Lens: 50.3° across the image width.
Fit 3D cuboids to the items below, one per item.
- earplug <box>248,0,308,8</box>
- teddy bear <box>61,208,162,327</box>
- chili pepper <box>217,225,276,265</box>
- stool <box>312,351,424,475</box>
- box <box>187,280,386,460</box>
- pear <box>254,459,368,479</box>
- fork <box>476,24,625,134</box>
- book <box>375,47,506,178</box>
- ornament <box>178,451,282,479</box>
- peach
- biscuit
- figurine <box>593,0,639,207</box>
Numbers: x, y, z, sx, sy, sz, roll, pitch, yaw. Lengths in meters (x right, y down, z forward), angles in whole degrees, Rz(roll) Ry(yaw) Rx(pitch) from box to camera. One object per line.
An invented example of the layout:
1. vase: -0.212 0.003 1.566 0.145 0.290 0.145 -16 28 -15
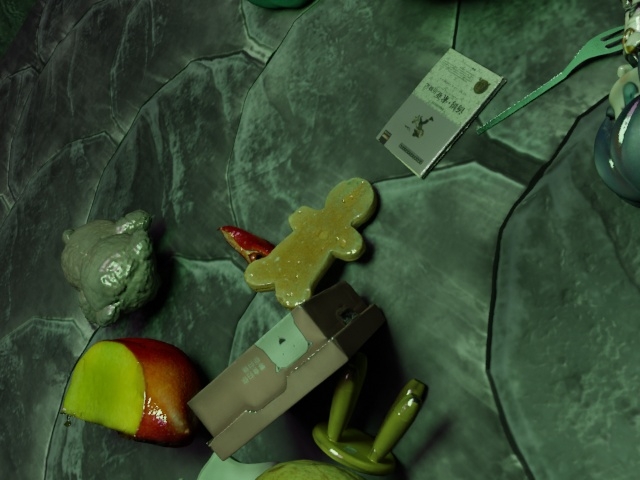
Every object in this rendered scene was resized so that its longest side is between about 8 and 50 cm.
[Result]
1. earplug: -0.056 -0.560 1.293 0.280 0.164 0.257 -45 40 16
2. teddy bear: -0.390 0.047 1.287 0.267 0.151 0.236 19 85 46
3. chili pepper: -0.091 0.030 1.110 0.268 0.050 0.059 33 119 47
4. stool: 0.059 0.211 0.833 0.135 0.134 0.111 32 98 55
5. box: -0.039 0.156 0.879 0.215 0.215 0.086 -43 83 17
6. pear: -0.005 0.361 0.767 0.211 0.188 0.229 31 120 53
7. fork: 0.304 -0.209 0.900 0.235 0.021 0.039 -33 48 25
8. book: 0.173 -0.191 1.010 0.182 0.014 0.127 -50 46 10
9. ornament: -0.156 0.372 0.948 0.285 0.120 0.130 -33 32 23
10. peach: -0.272 0.234 1.085 0.267 0.158 0.154 -1 79 43
11. biscuit: 0.000 0.000 1.018 0.153 0.030 0.234 28 72 38
12. figurine: 0.378 -0.160 0.711 0.197 0.175 0.265 14 87 39
